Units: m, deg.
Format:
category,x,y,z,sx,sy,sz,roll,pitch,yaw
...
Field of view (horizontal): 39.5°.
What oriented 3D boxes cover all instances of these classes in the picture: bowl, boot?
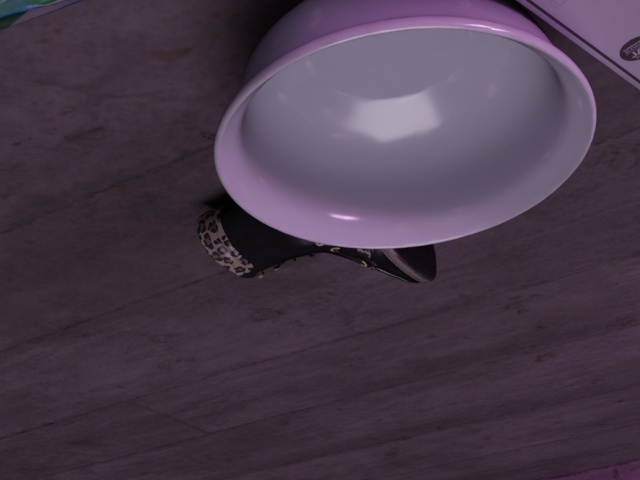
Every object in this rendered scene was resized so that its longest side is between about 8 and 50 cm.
category,x,y,z,sx,sy,sz,roll,pitch,yaw
bowl,0.061,-0.121,0.730,0.297,0.134,0.298,-3,151,-2
boot,-0.001,-0.002,0.982,0.178,0.085,0.236,-24,138,35

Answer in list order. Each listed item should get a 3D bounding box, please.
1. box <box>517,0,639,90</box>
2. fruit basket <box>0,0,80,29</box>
category,x,y,z,sx,sy,sz,roll,pitch,yaw
box,0.243,-0.213,0.638,0.290,0.087,0.169,22,141,-37
fruit basket,-0.224,-0.143,0.427,0.353,0.327,0.165,-23,106,24
